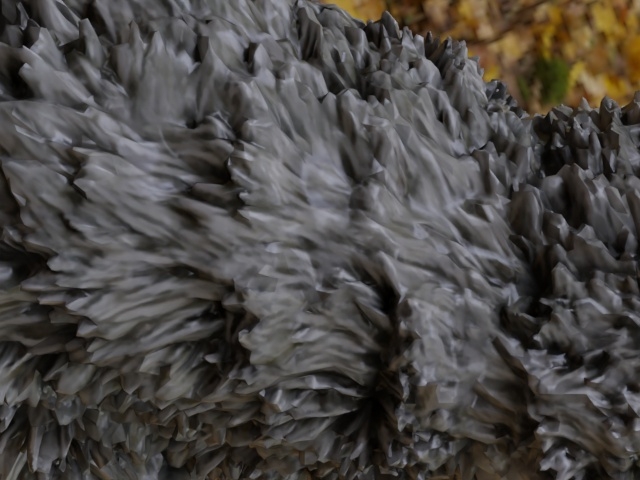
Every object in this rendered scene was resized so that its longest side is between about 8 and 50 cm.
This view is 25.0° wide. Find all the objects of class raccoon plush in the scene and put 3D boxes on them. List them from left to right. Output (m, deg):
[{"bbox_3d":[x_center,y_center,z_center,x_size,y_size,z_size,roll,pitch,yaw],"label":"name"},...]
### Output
[{"bbox_3d":[0.000,0.000,0.416,0.446,0.299,0.216,22,72,-65],"label":"raccoon plush"}]
